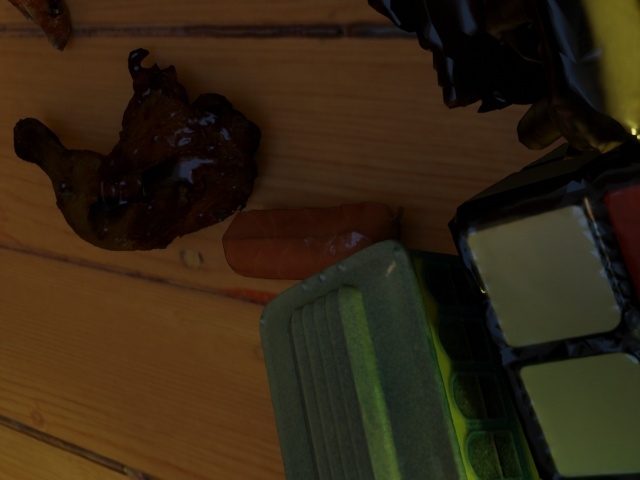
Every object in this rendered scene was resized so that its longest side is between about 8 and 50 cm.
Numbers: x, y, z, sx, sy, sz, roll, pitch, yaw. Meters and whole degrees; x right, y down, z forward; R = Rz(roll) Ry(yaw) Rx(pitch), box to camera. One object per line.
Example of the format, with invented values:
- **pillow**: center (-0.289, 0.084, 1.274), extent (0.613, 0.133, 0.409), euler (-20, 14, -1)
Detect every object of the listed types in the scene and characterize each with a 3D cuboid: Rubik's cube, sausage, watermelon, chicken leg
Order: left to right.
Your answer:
- **watermelon**: center (-0.294, -0.277, 0.906), extent (0.158, 0.121, 0.098), euler (38, 165, -37)
- **chicken leg**: center (-0.184, -0.076, 0.878), extent (0.322, 0.083, 0.177), euler (-19, 86, 40)
- **sausage**: center (0.000, 0.001, 0.767), extent (0.169, 0.065, 0.065), euler (-2, 106, 38)
- **Rubik's cube**: center (0.208, 0.022, 0.537), extent (0.180, 0.167, 0.183), euler (-14, 100, 40)

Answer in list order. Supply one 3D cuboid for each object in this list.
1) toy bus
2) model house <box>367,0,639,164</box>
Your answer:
- **toy bus**: center (0.087, 0.171, 0.623), extent (0.152, 0.190, 0.312), euler (-29, 64, 40)
- **model house**: center (0.151, -0.207, 0.480), extent (0.282, 0.297, 0.317), euler (180, 71, -79)
